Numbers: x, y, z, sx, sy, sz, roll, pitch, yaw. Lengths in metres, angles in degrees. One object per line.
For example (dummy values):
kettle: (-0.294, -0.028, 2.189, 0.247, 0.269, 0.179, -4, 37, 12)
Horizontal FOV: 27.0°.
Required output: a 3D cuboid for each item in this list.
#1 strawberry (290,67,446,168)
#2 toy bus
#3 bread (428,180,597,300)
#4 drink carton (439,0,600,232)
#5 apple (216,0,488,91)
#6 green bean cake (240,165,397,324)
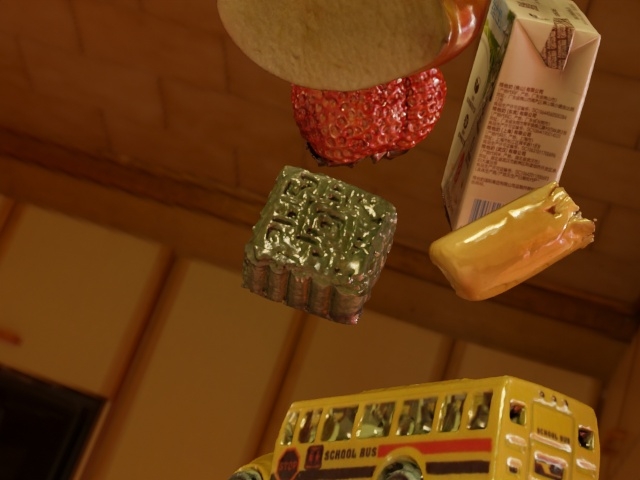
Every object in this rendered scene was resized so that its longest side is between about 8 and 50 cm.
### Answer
strawberry: (0.077, -0.269, 2.308, 0.238, 0.250, 0.288, 51, 154, 29)
toy bus: (0.059, 0.182, 1.050, 0.121, 0.123, 0.335, 21, 159, -34)
bread: (0.208, 0.005, 1.465, 0.085, 0.173, 0.134, 63, 179, 2)
drink carton: (0.273, -0.170, 1.858, 0.132, 0.194, 0.324, 10, 114, -6)
apple: (0.041, -0.361, 1.672, 0.365, 0.295, 0.329, 17, 159, 26)
green bean cake: (0.000, 0.000, 1.740, 0.173, 0.181, 0.094, 21, 145, 7)
